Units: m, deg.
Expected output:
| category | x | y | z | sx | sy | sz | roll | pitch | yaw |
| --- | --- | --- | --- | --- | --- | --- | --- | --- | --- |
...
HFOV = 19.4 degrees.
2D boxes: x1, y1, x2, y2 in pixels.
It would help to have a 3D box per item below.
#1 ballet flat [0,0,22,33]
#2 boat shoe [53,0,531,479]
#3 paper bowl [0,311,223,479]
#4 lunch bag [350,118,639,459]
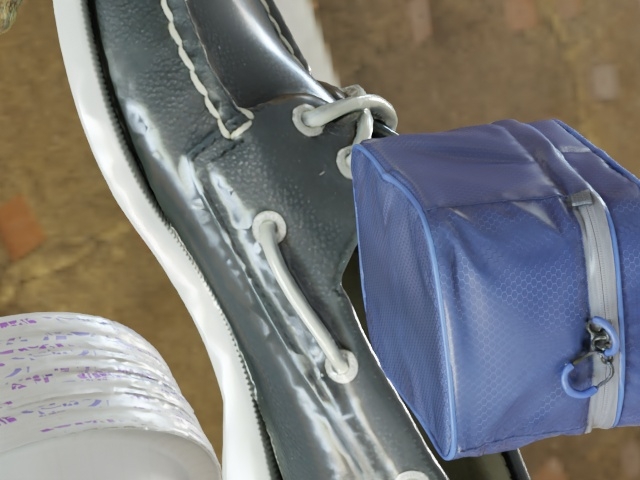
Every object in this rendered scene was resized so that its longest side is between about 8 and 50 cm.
| category | x | y | z | sx | sy | sz | roll | pitch | yaw |
| --- | --- | --- | --- | --- | --- | --- | --- | --- | --- |
| ballet flat | -0.162 | -0.032 | 0.392 | 0.348 | 0.123 | 0.123 | -27 | -72 | -53 |
| boat shoe | 0.000 | 0.000 | 0.631 | 0.302 | 0.091 | 0.114 | 69 | -154 | -11 |
| paper bowl | -0.188 | 0.184 | 1.067 | 0.284 | 0.284 | 0.148 | 5 | -136 | -45 |
| lunch bag | 0.051 | 0.009 | 0.464 | 0.065 | 0.098 | 0.067 | -10 | -68 | -10 |
